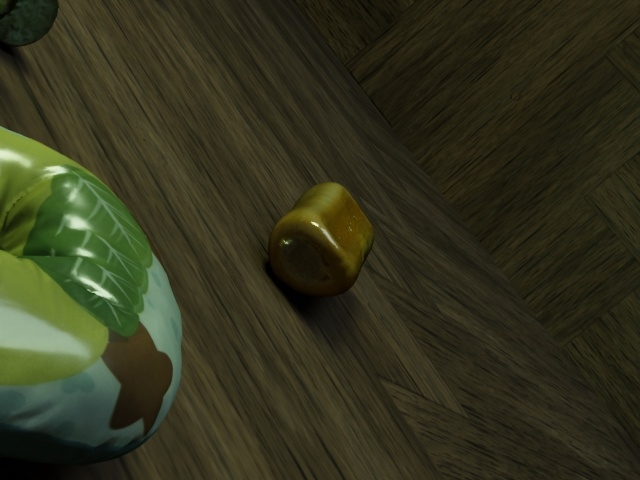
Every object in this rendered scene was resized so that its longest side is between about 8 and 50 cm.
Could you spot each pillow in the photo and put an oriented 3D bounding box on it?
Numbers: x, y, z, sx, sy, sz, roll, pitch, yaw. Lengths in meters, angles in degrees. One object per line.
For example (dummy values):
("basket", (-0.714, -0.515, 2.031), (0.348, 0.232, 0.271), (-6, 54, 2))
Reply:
("pillow", (-0.155, 0.010, 0.537), (0.214, 0.086, 0.233), (36, 16, -12))

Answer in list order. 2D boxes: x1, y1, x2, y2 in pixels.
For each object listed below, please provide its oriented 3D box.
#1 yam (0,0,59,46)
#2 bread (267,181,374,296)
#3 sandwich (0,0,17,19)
("yam", (-0.307, -0.300, 0.983), (0.372, 0.083, 0.083), (57, 13, 28))
("bread", (0.000, 0.000, 1.163), (0.093, 0.074, 0.239), (56, 11, -4))
("sandwich", (-0.229, -0.173, 0.736), (0.144, 0.117, 0.187), (39, 14, -31))
